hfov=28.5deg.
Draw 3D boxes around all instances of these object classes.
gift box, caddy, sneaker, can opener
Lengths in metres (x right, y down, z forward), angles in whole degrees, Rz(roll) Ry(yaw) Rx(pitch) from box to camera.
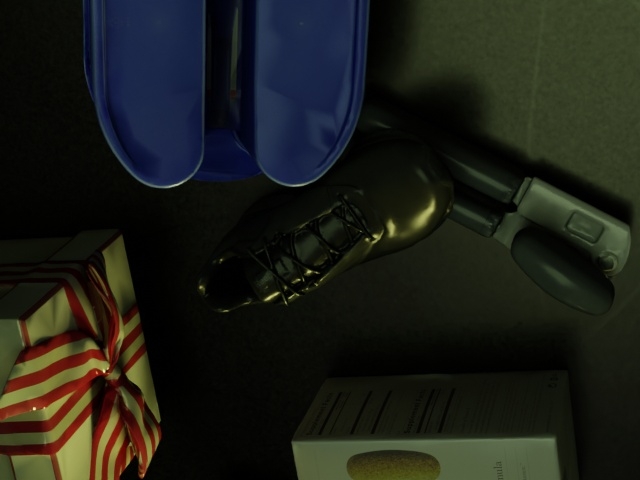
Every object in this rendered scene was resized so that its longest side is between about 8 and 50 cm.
[{"bbox_3d":[-0.303,0.150,1.215,0.258,0.276,0.255,-4,115,16],"label":"gift box"},{"bbox_3d":[-0.081,-0.201,1.066,0.241,0.179,0.341,-1,113,-10],"label":"caddy"},{"bbox_3d":[0.000,0.000,1.105,0.286,0.130,0.109,-30,99,44],"label":"sneaker"},{"bbox_3d":[0.146,-0.036,1.115,0.280,0.093,0.074,30,117,8],"label":"can opener"}]

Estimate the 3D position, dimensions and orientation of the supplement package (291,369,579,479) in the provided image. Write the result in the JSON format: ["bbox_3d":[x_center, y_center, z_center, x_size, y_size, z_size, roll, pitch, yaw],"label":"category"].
[{"bbox_3d":[0.113,0.214,1.193,0.244,0.134,0.139,-4,109,17],"label":"supplement package"}]
